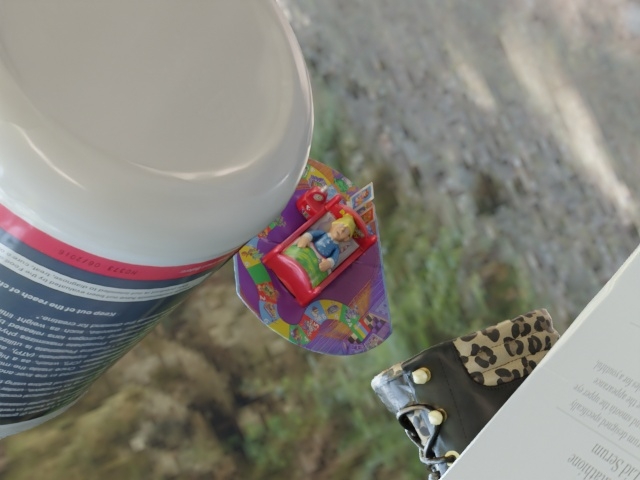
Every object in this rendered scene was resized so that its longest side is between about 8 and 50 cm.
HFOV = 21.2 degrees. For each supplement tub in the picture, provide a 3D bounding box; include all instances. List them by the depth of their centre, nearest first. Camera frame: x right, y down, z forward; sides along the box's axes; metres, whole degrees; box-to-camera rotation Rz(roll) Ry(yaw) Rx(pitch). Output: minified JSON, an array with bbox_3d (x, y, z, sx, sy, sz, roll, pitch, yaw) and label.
[{"bbox_3d":[-0.147,-0.023,0.795,0.272,0.191,0.191,-41,68,43],"label":"supplement tub"}]

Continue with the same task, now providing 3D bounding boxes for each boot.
[{"bbox_3d":[0.121,0.248,1.567,0.138,0.377,0.284,111,136,-75],"label":"boot"}]

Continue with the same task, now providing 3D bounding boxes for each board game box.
[{"bbox_3d":[0.000,0.000,1.238,0.033,0.133,0.169,-42,45,44],"label":"board game box"}]

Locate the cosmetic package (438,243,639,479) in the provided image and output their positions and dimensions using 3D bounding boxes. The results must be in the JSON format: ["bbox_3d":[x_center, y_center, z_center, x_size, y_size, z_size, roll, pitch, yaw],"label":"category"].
[{"bbox_3d":[0.181,0.080,0.423,0.097,0.284,0.377,45,176,-21],"label":"cosmetic package"}]
